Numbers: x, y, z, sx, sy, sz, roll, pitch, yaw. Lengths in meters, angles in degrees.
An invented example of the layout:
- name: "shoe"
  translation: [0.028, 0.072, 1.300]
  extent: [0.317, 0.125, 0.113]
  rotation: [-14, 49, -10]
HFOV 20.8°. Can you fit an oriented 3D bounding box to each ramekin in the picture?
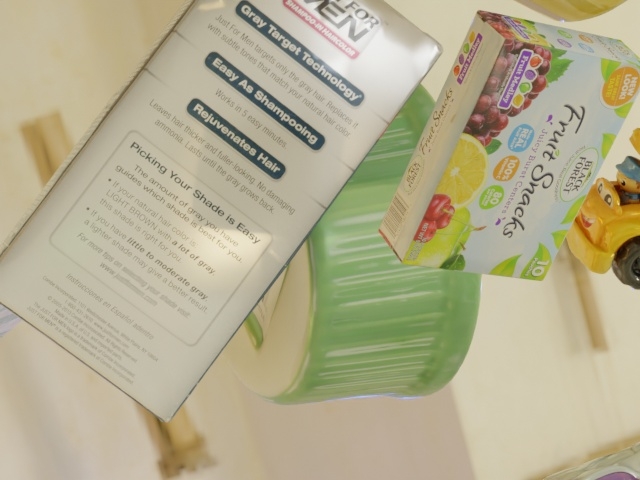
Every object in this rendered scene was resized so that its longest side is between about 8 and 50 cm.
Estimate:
- name: "ramekin"
  translation: [0.000, 0.000, 1.524]
  extent: [0.148, 0.303, 0.303]
  rotation: [-9, 179, -25]

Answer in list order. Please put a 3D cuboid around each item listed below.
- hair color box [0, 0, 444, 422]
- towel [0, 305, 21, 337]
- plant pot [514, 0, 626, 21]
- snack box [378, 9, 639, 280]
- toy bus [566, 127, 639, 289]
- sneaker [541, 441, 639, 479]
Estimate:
- name: "hair color box"
  translation: [-0.084, -0.057, 1.306]
  extent: [0.347, 0.174, 0.105]
  rotation: [-53, -169, -5]
- name: "towel"
  translation: [-0.412, 0.099, 2.031]
  extent: [0.325, 0.038, 0.248]
  rotation: [-36, 174, 32]
- name: "plant pot"
  translation: [0.138, -0.285, 1.249]
  extent: [0.239, 0.254, 0.254]
  rotation: [35, 150, -32]
- name: "snack box"
  translation: [0.105, -0.049, 0.953]
  extent: [0.100, 0.141, 0.037]
  rotation: [6, -149, -31]
- name: "toy bus"
  translation: [0.403, -0.064, 1.979]
  extent: [0.220, 0.211, 0.149]
  rotation: [-1, -149, -12]
- name: "sneaker"
  translation: [0.295, 0.234, 1.650]
  extent: [0.305, 0.114, 0.152]
  rotation: [-9, 176, -35]
